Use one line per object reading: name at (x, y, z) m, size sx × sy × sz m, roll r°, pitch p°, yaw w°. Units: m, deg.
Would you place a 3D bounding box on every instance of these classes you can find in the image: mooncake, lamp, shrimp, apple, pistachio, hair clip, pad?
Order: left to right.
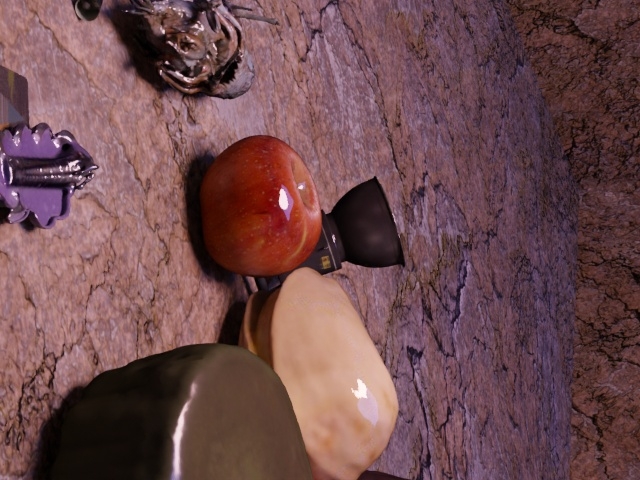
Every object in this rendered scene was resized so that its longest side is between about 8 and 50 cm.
pad at (-0.380, -0.142, 1.640) m, size 0.211 × 0.003 × 0.142 m, roll 23°, pitch 60°, yaw -64°
hair clip at (-0.317, -0.075, 1.701) m, size 0.195 × 0.052 × 0.124 m, roll -15°, pitch 89°, yaw -63°
lamp at (-0.302, -0.342, 1.882) m, size 0.054 × 0.041 × 0.121 m, roll -72°, pitch 149°, yaw -64°
mooncake at (-0.154, 0.301, 1.736) m, size 0.356 × 0.194 × 0.356 m, roll 30°, pitch 55°, yaw -57°
shrimp at (-0.157, -0.283, 2.020) m, size 0.137 × 0.172 × 0.372 m, roll 49°, pitch 4°, yaw 8°
apple at (-0.092, -0.045, 2.117) m, size 0.201 × 0.162 × 0.201 m, roll 57°, pitch 21°, yaw -35°
pistachio at (-0.012, 0.201, 2.115) m, size 0.238 × 0.229 × 0.321 m, roll 30°, pitch 41°, yaw -54°
lamp at (0.000, 0.000, 2.286) m, size 0.172 × 0.227 × 0.147 m, roll -109°, pitch -177°, yaw -62°

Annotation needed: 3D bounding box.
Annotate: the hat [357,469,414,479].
hat at (0.014, 0.438, 2.215) m, size 0.238 × 0.209 × 0.336 m, roll -44°, pitch 155°, yaw -30°
